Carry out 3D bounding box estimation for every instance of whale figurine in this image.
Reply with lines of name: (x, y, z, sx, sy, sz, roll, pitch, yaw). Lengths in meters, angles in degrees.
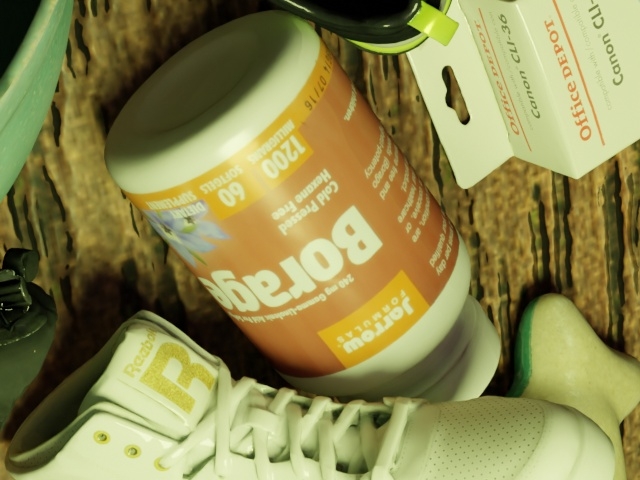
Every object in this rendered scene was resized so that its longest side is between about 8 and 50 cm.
whale figurine: (0.101, 0.168, 0.869, 0.216, 0.141, 0.272, 37, 61, -30)

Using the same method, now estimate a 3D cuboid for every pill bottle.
pill bottle: (0.000, 0.000, 0.755, 0.121, 0.121, 0.216, -44, 119, -10)

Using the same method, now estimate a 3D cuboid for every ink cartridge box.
ink cartridge box: (0.153, -0.115, 0.834, 0.198, 0.067, 0.115, -33, 117, -15)

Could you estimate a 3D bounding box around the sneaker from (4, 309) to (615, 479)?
sneaker: (-0.025, 0.102, 0.701, 0.169, 0.292, 0.108, 50, 38, -25)

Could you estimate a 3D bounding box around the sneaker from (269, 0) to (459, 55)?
sneaker: (-0.035, -0.162, 0.659, 0.235, 0.097, 0.084, 30, 101, 0)

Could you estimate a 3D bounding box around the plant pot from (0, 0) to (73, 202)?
plant pot: (-0.219, -0.072, 0.504, 0.293, 0.196, 0.293, 1, 69, -3)

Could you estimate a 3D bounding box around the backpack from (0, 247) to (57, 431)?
backpack: (-0.227, 0.044, 0.654, 0.182, 0.115, 0.152, 31, 75, -28)
